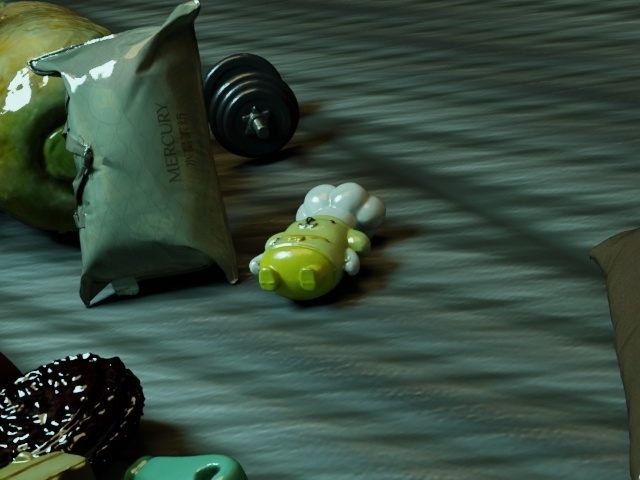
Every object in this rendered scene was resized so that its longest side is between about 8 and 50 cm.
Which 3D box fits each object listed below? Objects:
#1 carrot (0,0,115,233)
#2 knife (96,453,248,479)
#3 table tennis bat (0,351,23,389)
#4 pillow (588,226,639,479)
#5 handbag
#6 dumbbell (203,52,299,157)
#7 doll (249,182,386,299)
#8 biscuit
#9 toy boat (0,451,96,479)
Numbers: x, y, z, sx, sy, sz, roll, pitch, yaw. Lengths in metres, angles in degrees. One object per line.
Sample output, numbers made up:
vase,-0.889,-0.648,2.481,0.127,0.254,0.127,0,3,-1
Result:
carrot,-0.288,-0.141,1.808,0.224,0.224,0.341,-19,24,-8
knife,-0.155,0.183,1.265,0.260,0.035,0.063,-2,36,43
table tennis bat,-0.372,0.034,1.416,0.038,0.310,0.200,-54,4,-16
pillow,0.342,0.049,1.141,0.307,0.108,0.305,-13,29,13
handbag,-0.178,-0.078,1.580,0.182,0.270,0.117,-11,-3,16
dumbbell,-0.079,-0.149,1.846,0.099,0.099,0.208,-18,23,-5
doll,0.000,0.000,1.516,0.106,0.062,0.162,0,27,23
biscuit,-0.225,0.155,1.300,0.194,0.053,0.194,-25,23,11
toy boat,-0.260,0.250,1.098,0.310,0.089,0.115,-32,35,-32
